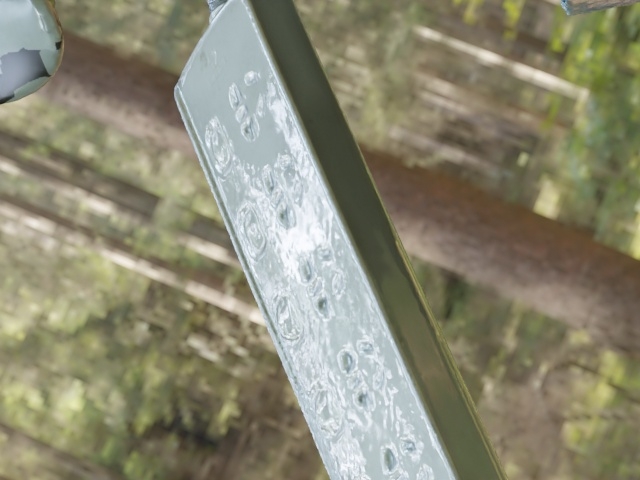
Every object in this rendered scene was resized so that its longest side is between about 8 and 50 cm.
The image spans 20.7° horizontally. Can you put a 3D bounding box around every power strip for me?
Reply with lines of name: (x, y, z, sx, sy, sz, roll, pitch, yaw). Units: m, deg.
power strip: (0.000, 0.000, 0.595, 0.027, 0.253, 0.060, -6, -29, -35)

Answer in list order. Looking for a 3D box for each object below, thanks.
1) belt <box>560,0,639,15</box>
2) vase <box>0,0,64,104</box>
belt: (0.114, -0.158, 0.667, 0.163, 0.082, 0.148, -89, -12, -59)
vase: (-0.180, -0.247, 1.079, 0.165, 0.165, 0.360, 100, 179, -48)
